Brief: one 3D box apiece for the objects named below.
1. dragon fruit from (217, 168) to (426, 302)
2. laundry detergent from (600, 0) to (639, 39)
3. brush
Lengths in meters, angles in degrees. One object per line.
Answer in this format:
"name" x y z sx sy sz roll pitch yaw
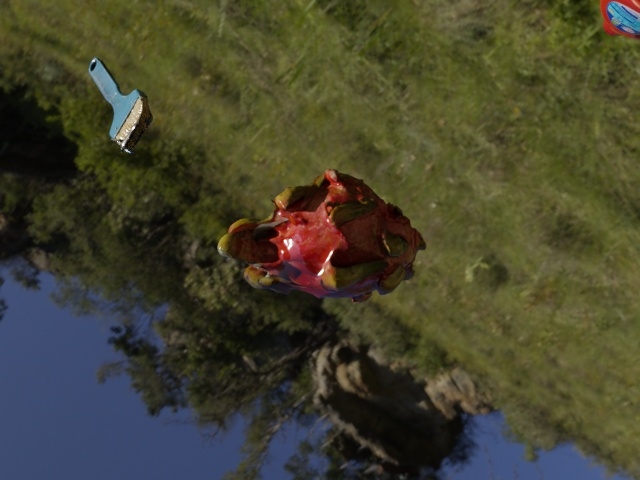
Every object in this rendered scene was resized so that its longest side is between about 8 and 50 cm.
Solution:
"dragon fruit" 0.000 0.000 0.860 0.207 0.133 0.150 -3 -131 -8
"laundry detergent" 0.332 -0.236 0.877 0.097 0.049 0.165 31 -175 2
"brush" -0.194 -0.135 0.803 0.014 0.051 0.164 25 -163 -40
